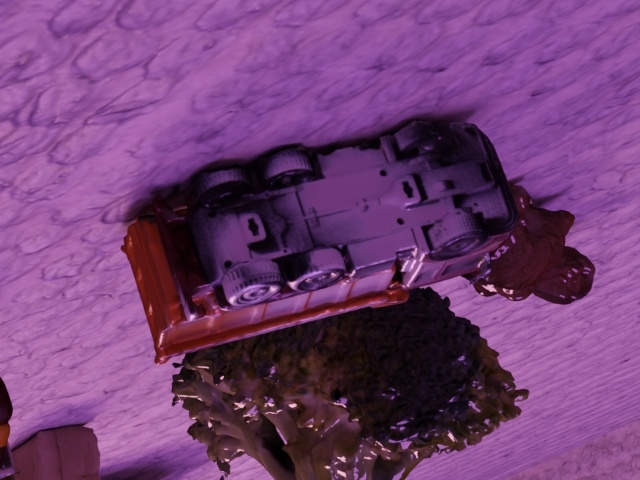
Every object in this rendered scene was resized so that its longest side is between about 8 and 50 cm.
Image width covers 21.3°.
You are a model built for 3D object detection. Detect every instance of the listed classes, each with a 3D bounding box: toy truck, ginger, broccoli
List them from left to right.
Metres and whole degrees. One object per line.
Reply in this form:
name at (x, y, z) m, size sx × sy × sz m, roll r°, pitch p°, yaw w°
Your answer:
toy truck at (0.000, 0.000, 1.232) m, size 0.270 × 0.114 × 0.135 m, roll -14°, pitch 161°, yaw -14°
broccoli at (0.050, 0.212, 1.531) m, size 0.274 × 0.397 × 0.353 m, roll -16°, pitch 158°, yaw -14°
ginger at (0.184, 0.010, 1.585) m, size 0.122 × 0.084 × 0.290 m, roll -43°, pitch 157°, yaw 7°

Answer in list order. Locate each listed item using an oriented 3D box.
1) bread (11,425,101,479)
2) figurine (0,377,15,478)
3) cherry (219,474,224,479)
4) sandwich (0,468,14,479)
bread at (-0.305, 0.276, 1.894) m, size 0.077 × 0.105 × 0.152 m, roll 1°, pitch 156°, yaw -34°
figurine at (-0.358, 0.164, 1.406) m, size 0.240 × 0.116 × 0.174 m, roll -19°, pitch 164°, yaw 29°
cherry at (-0.304, 0.476, 2.321) m, size 0.335 × 0.291 × 0.326 m, roll -1°, pitch 179°, yaw 11°
sandwich at (-0.471, 0.305, 1.697) m, size 0.250 × 0.162 × 0.301 m, roll 2°, pitch 153°, yaw -43°
